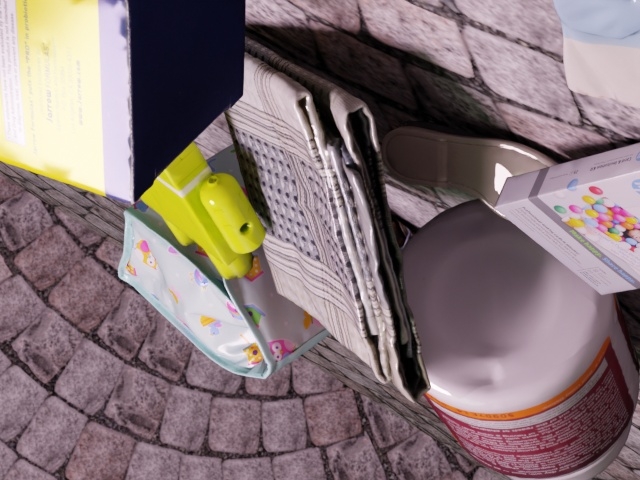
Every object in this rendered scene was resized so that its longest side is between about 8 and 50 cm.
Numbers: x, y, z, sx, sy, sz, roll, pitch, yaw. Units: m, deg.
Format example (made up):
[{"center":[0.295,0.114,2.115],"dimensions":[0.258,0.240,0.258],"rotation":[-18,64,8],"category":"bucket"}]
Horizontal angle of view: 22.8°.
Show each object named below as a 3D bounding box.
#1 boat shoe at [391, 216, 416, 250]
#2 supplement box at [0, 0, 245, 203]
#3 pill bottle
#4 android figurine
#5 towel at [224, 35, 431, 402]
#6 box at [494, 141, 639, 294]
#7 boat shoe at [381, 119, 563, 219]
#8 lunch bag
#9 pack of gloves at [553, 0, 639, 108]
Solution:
[{"center":[0.084,0.008,1.919],"dimensions":[0.183,0.066,0.066],"rotation":[30,167,8],"category":"boat shoe"},{"center":[-0.260,-0.202,1.311],"dimensions":[0.357,0.194,0.195],"rotation":[19,130,19],"category":"supplement box"},{"center":[0.218,0.126,1.681],"dimensions":[0.224,0.224,0.392],"rotation":[26,167,25],"category":"pill bottle"},{"center":[-0.159,-0.075,1.652],"dimensions":[0.248,0.056,0.273],"rotation":[35,161,43],"category":"android figurine"},{"center":[-0.013,-0.029,1.517],"dimensions":[0.324,0.056,0.312],"rotation":[36,143,58],"category":"towel"},{"center":[0.260,-0.017,1.331],"dimensions":[0.145,0.038,0.186],"rotation":[37,152,-24],"category":"box"},{"center":[0.159,-0.071,1.462],"dimensions":[0.206,0.065,0.075],"rotation":[18,119,26],"category":"boat shoe"},{"center":[-0.073,0.026,1.868],"dimensions":[0.262,0.223,0.160],"rotation":[37,141,25],"category":"lunch bag"},{"center":[0.248,-0.135,1.006],"dimensions":[0.195,0.046,0.232],"rotation":[16,167,17],"category":"pack of gloves"}]
